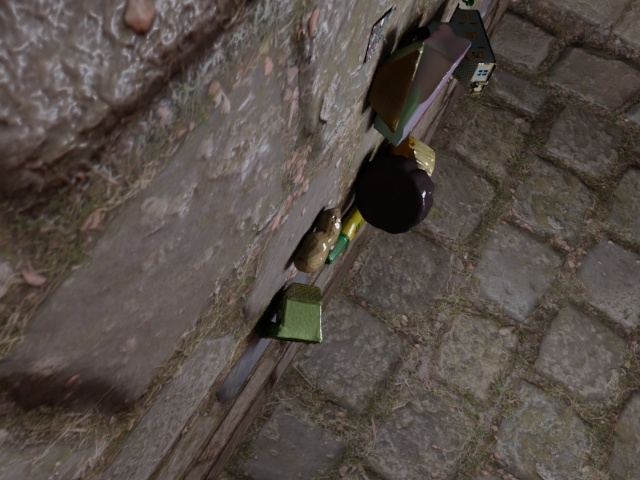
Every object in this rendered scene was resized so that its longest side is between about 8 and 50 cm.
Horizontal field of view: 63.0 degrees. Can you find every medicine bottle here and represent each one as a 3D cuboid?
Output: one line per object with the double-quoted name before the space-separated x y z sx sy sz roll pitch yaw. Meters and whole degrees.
"medicine bottle" 0.091 -0.026 2.018 0.309 0.076 0.111 -51 166 -35

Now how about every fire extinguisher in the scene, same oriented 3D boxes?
"fire extinguisher" 0.241 -0.521 1.377 0.078 0.045 0.157 -38 -172 41

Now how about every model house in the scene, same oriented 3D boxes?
"model house" -0.092 0.240 1.724 0.214 0.194 0.189 138 -38 -72
"model house" 0.381 -0.563 1.575 0.178 0.206 0.271 109 -23 -64

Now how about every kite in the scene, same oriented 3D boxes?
"kite" 0.129 -0.444 1.135 0.139 0.011 0.156 -59 170 17

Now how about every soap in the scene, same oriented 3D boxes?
"soap" 0.269 -0.423 1.474 0.193 0.109 0.324 -48 176 -35

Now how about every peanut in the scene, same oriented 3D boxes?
"peanut" -0.001 -0.001 1.592 0.228 0.085 0.104 -58 152 -15

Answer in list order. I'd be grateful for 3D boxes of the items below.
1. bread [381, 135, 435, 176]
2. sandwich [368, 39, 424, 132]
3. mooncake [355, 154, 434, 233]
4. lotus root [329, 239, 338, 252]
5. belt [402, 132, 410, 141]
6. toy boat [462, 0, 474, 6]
"bread" 0.294 -0.225 2.039 0.236 0.183 0.389 -77 -169 -51
"sandwich" 0.188 -0.398 1.326 0.094 0.096 0.258 -59 172 -38
"mooncake" 0.261 -0.170 1.846 0.141 0.283 0.283 -47 165 -48
"lotus root" 0.030 0.014 1.890 0.099 0.054 0.049 -50 177 -45
"belt" 0.332 -0.499 1.749 0.360 0.094 0.126 -58 175 2
"toy boat" 0.464 -0.802 1.515 0.230 0.088 0.089 -62 169 22
